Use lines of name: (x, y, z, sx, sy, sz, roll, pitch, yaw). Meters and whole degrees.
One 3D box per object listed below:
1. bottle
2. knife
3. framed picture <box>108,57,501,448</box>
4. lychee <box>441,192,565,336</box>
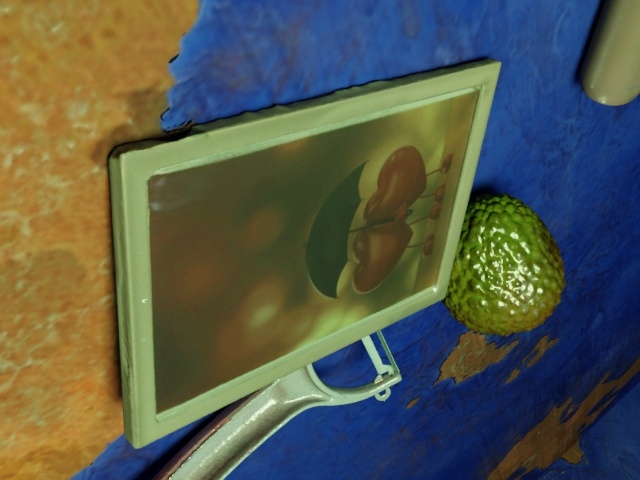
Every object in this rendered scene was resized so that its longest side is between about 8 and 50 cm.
bottle: (0.244, -0.173, 0.581, 0.053, 0.053, 0.140, -29, 145, -25)
knife: (-0.057, 0.163, 0.609, 0.278, 0.053, 0.123, -37, 121, -17)
framed picture: (0.000, 0.000, 0.502, 0.290, 0.020, 0.211, -20, 131, -35)
lychee: (0.157, 0.025, 0.658, 0.114, 0.114, 0.146, -31, 127, -22)
